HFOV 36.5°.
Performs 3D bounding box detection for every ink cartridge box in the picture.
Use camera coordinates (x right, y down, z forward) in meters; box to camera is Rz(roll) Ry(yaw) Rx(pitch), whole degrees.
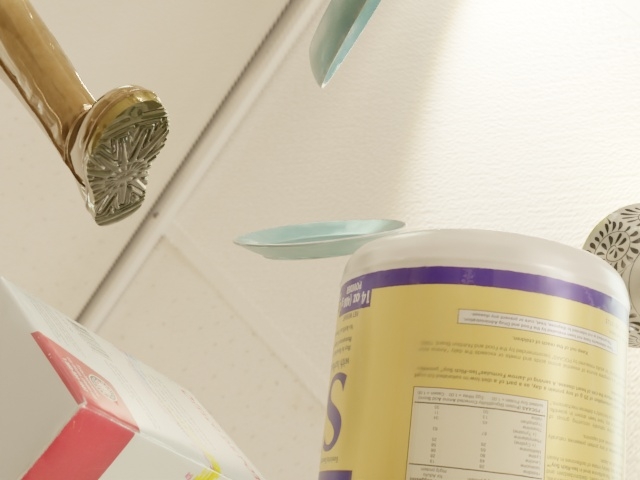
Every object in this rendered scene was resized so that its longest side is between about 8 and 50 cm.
[{"bbox_3d":[-0.135,0.133,0.541,0.127,0.176,0.128,-50,-135,-2],"label":"ink cartridge box"}]

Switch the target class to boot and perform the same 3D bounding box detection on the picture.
[{"bbox_3d":[-0.277,-0.170,1.022,0.269,0.089,0.236,55,-33,13],"label":"boot"}]

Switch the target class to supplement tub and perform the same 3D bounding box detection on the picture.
[{"bbox_3d":[0.119,0.179,0.773,0.241,0.241,0.331,-3,-110,29],"label":"supplement tub"}]

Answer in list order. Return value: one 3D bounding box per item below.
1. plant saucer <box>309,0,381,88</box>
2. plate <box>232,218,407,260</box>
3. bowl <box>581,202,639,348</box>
[{"bbox_3d":[0.068,-0.341,1.237,0.044,0.317,0.317,32,-68,-2],"label":"plant saucer"},{"bbox_3d":[0.000,0.000,1.041,0.188,0.188,0.024,-1,-82,29],"label":"plate"},{"bbox_3d":[0.381,0.043,1.084,0.170,0.080,0.170,-1,-87,-12],"label":"bowl"}]
